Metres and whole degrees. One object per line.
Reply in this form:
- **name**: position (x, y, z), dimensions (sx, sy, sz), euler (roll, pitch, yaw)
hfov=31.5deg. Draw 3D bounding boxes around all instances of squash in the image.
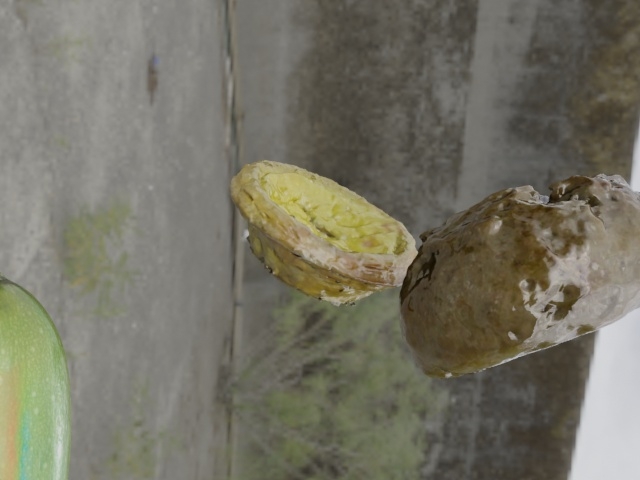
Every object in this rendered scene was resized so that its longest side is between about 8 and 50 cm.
- **squash**: position (-0.163, 0.109, 0.551), dimensions (0.095, 0.095, 0.188), euler (67, 31, -87)

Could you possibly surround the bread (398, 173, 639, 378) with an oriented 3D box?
- **bread**: position (0.167, 0.024, 0.893), dimensions (0.230, 0.229, 0.123), euler (84, -17, -81)

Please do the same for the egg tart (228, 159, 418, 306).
- **egg tart**: position (0.000, 0.000, 1.033), dimensions (0.191, 0.191, 0.074), euler (-83, -163, -69)
